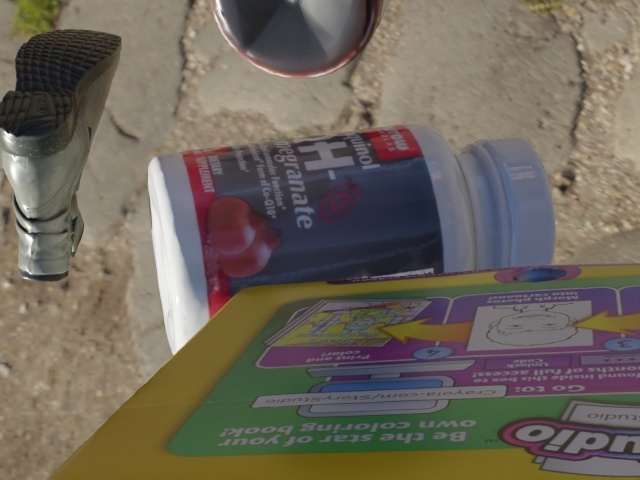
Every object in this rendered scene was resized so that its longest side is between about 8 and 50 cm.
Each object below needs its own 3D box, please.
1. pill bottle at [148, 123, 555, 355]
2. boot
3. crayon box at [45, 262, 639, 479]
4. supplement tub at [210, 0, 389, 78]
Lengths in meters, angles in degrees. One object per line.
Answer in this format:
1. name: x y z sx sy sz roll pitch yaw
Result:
1. pill bottle: 0.024 -0.004 1.030 0.318 0.176 0.176 -8 71 -11
2. boot: -0.236 -0.081 1.110 0.083 0.246 0.161 6 123 3
3. crayon box: 0.101 0.098 0.567 0.363 0.313 0.106 -4 103 13
4. supplement tub: 0.004 -0.187 0.789 0.106 0.198 0.106 7 122 11
